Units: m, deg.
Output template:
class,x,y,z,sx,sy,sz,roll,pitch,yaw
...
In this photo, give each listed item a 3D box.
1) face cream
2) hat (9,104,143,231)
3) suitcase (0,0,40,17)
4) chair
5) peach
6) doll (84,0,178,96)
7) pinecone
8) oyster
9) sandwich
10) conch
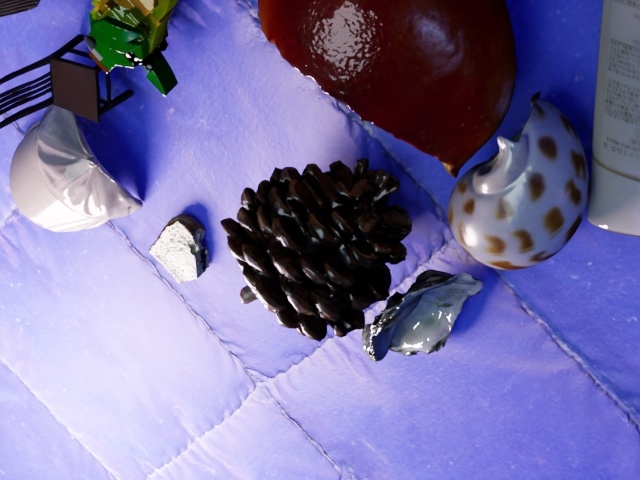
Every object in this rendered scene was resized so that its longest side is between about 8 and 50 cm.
class,x,y,z,sx,sy,sz,roll,pitch,yaw
face cream,0.390,-0.153,1.448,0.174,0.081,0.348,16,127,29
hat,-0.403,-0.094,1.977,0.226,0.164,0.219,-30,100,20
suitcase,-0.503,-0.387,1.705,0.152,0.335,0.229,52,135,14
chair,-0.365,-0.207,1.820,0.102,0.212,0.084,19,128,23
peach,0.082,-0.220,1.494,0.281,0.281,0.338,4,127,31
doll,-0.244,-0.302,1.751,0.134,0.106,0.186,26,130,9
pinecone,0.001,0.013,1.719,0.257,0.243,0.243,-15,110,34
oyster,0.134,0.104,1.767,0.199,0.252,0.087,-27,75,7
sandwich,-0.207,0.011,1.983,0.093,0.036,0.105,41,132,5
conch,0.242,-0.047,1.566,0.149,0.183,0.275,45,165,6
